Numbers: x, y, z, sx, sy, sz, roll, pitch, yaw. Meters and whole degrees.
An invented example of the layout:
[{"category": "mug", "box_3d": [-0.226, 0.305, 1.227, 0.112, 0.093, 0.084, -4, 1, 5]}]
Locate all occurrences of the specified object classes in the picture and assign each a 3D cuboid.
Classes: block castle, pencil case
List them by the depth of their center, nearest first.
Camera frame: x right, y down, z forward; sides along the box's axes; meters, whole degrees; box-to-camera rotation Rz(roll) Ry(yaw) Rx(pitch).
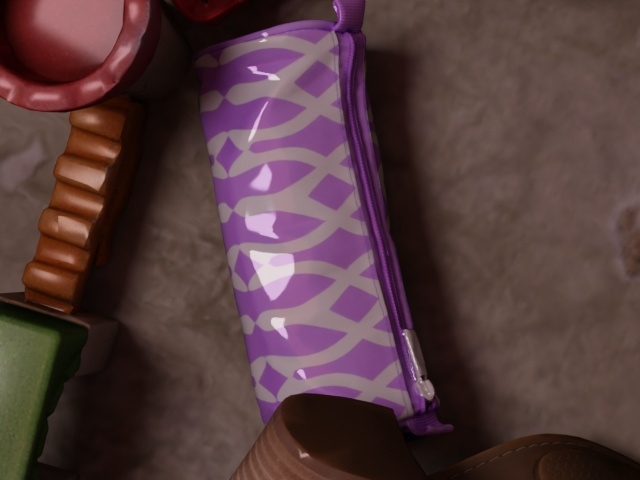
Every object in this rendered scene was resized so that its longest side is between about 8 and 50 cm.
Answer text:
[{"category": "block castle", "box_3d": [-0.257, 0.053, 0.818, 0.303, 0.213, 0.453, 16, 93, 9]}, {"category": "pencil case", "box_3d": [0.000, 0.000, 0.840, 0.088, 0.086, 0.206, -15, 89, 42]}]

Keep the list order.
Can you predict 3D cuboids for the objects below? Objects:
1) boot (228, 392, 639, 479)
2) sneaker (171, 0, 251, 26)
[{"category": "boot", "box_3d": [0.055, 0.197, 0.820, 0.283, 0.109, 0.220, 14, 117, -26]}, {"category": "sneaker", "box_3d": [0.009, -0.145, 0.859, 0.221, 0.087, 0.128, 29, 113, 6]}]
